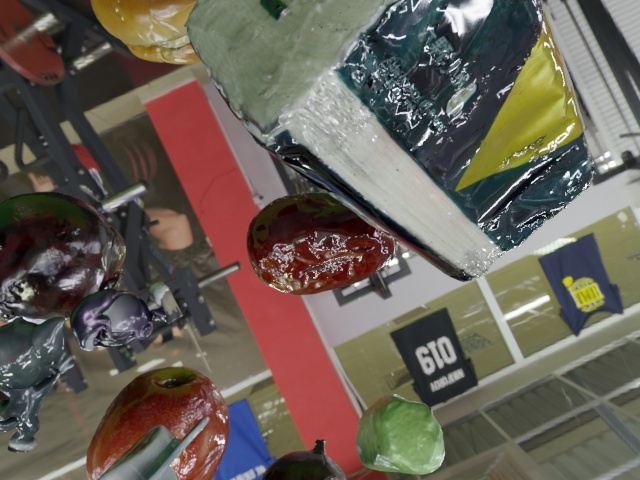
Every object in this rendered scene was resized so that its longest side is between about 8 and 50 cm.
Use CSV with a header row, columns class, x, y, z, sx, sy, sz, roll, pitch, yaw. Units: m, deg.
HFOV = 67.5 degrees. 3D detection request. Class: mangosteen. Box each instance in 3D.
class,x,y,z,sx,sy,sz,roll,pitch,yaw
mangosteen,-0.754,0.056,1.328,0.381,0.380,0.421,-26,174,-10

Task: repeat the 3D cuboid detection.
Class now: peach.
class,x,y,z,sx,sy,sz,roll,pitch,yaw
peach,-0.403,0.514,1.218,0.290,0.371,0.373,11,-165,22

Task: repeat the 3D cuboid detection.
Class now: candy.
class,x,y,z,sx,sy,sz,roll,pitch,yaw
candy,0.153,0.401,0.980,0.343,0.132,0.142,99,9,-66

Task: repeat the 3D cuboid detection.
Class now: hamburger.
class,x,y,z,sx,sy,sz,roll,pitch,yaw
hamburger,-0.270,-0.476,0.881,0.315,0.289,0.170,11,163,20

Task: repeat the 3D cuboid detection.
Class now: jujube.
class,x,y,z,sx,sy,sz,roll,pitch,yaw
jujube,0.000,0.000,1.032,0.319,0.222,0.223,-9,-176,16

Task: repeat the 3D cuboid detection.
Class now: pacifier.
class,x,y,z,sx,sy,sz,roll,pitch,yaw
pacifier,-0.258,0.434,0.800,0.227,0.207,0.279,-53,174,23

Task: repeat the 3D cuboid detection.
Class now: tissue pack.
class,x,y,z,sx,sy,sz,roll,pitch,yaw
tissue pack,0.101,-0.148,0.540,0.253,0.264,0.417,-45,139,12

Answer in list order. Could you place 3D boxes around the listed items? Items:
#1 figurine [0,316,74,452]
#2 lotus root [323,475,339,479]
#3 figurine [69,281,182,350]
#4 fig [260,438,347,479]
class,x,y,z,sx,sy,sz,roll,pitch,yaw
figurine,-0.605,0.276,0.934,0.193,0.264,0.140,7,168,-8
lotus root,0.007,0.484,0.906,0.083,0.037,0.030,-46,-178,-17
figurine,-0.432,0.163,1.062,0.222,0.145,0.145,-21,177,-37
fig,-0.037,0.630,1.214,0.235,0.214,0.235,16,175,1
